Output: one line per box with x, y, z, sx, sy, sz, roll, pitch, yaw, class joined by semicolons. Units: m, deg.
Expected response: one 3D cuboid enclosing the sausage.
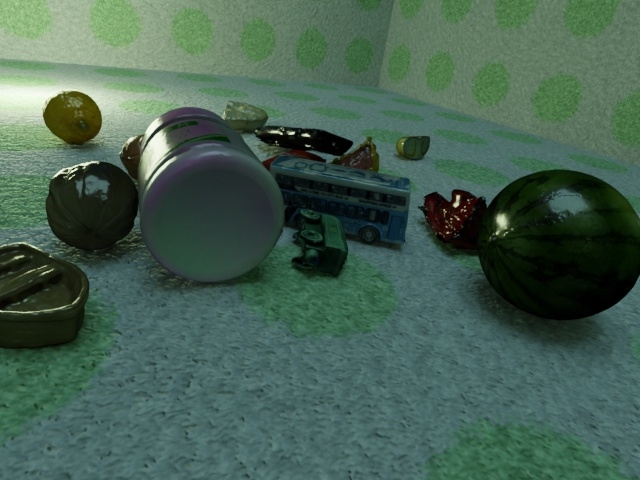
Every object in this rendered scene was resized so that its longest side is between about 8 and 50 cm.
-0.327;-0.211;1.001;0.121;0.121;0.304;27;31;31;sausage

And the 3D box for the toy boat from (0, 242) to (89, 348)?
-0.363;0.071;0.509;0.188;0.061;0.116;20;28;21;toy boat

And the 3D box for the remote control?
-0.070;-0.301;1.235;0.144;0.062;0.398;9;10;-35;remote control

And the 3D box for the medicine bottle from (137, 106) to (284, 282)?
-0.204;-0.097;0.715;0.211;0.212;0.325;-3;29;-22;medicine bottle

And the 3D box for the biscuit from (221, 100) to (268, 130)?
-0.290;-0.478;1.571;0.178;0.084;0.281;0;28;-15;biscuit

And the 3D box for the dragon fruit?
0.274;-0.059;0.900;0.092;0.123;0.192;-14;34;-10;dragon fruit

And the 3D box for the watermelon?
0.376;0.006;0.665;0.241;0.243;0.242;7;27;-4;watermelon

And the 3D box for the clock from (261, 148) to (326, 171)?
-0.073;-0.193;1.114;0.113;0.061;0.155;24;34;27;clock

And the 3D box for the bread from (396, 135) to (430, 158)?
0.326;-0.344;1.498;0.094;0.083;0.157;21;27;28;bread

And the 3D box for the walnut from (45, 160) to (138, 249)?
-0.369;-0.057;0.673;0.140;0.140;0.162;4;26;-10;walnut

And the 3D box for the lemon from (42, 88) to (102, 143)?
-0.668;-0.333;1.116;0.142;0.143;0.187;-14;33;-38;lemon

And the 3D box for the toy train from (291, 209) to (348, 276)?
0.000;0.000;0.752;0.099;0.070;0.172;12;25;-9;toy train

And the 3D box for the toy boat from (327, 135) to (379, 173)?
0.094;-0.209;1.156;0.140;0.099;0.318;13;30;15;toy boat

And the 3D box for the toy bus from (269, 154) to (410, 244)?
0.037;-0.084;0.853;0.296;0.131;0.106;11;28;6;toy bus
